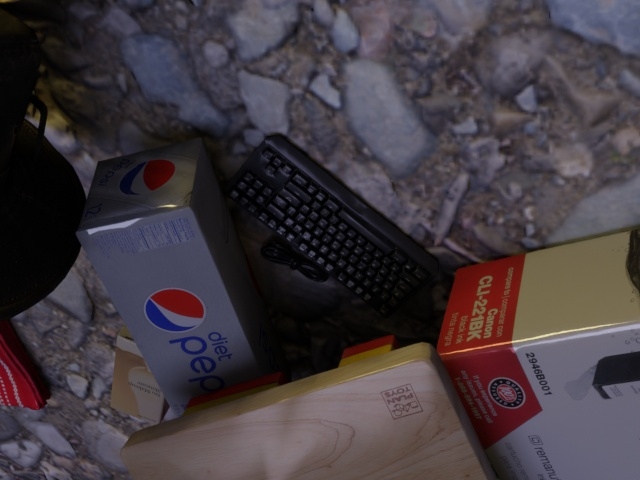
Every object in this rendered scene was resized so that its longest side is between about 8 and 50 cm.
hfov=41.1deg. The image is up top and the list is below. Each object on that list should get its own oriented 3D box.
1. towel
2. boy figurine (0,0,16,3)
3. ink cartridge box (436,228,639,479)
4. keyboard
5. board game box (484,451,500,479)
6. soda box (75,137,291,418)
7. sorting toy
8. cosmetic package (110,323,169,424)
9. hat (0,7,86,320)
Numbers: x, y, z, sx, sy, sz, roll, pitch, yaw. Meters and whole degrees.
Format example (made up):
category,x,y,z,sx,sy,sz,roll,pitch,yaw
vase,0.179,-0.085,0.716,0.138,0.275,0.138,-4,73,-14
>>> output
category,x,y,z,sx,sy,sz,roll,pitch,yaw
towel,-0.452,0.114,0.963,0.274,0.031,0.199,-2,124,22
boy figurine,-0.278,-0.263,0.571,0.285,0.092,0.177,44,125,-11
ink cartridge box,0.254,0.099,0.638,0.272,0.114,0.197,-15,119,29
keyboard,0.000,0.000,0.716,0.180,0.023,0.108,38,129,-10
board game box,0.202,0.251,0.762,0.259,0.136,0.030,-2,129,22
soda box,-0.101,0.061,0.723,0.091,0.098,0.286,-12,128,7
sorting toy,0.020,0.210,0.682,0.257,0.089,0.255,-20,108,19
cosmetic package,-0.176,0.131,0.867,0.060,0.041,0.115,19,130,5
hat,-0.266,-0.105,0.562,0.331,0.331,0.134,37,111,-10
